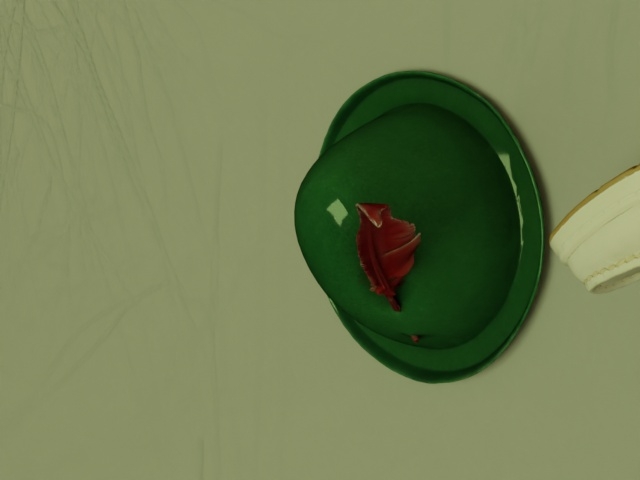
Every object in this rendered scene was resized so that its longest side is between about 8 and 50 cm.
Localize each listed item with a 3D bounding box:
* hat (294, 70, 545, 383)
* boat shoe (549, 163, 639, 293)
[{"bbox_3d":[0.000,0.000,0.798,0.173,0.183,0.208,46,129,28],"label":"hat"},{"bbox_3d":[0.216,-0.014,0.637,0.277,0.098,0.096,-26,81,45],"label":"boat shoe"}]
